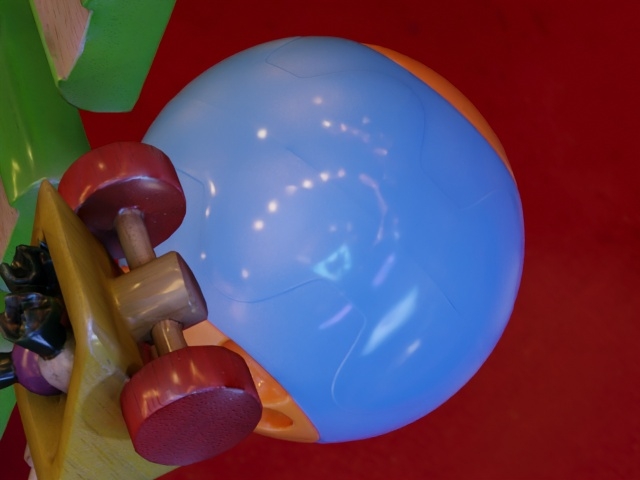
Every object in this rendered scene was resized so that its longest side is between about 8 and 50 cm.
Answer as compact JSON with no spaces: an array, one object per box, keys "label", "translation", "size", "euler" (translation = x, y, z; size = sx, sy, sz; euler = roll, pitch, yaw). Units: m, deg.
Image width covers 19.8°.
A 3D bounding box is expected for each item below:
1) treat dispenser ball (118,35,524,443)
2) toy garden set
[{"label":"treat dispenser ball","translation":[0.000,0.000,1.298],"size":[0.288,0.288,0.288],"euler":[-18,54,26]},{"label":"toy garden set","translation":[-0.095,0.018,0.473],"size":[0.244,0.049,0.203],"euler":[-62,38,42]}]
